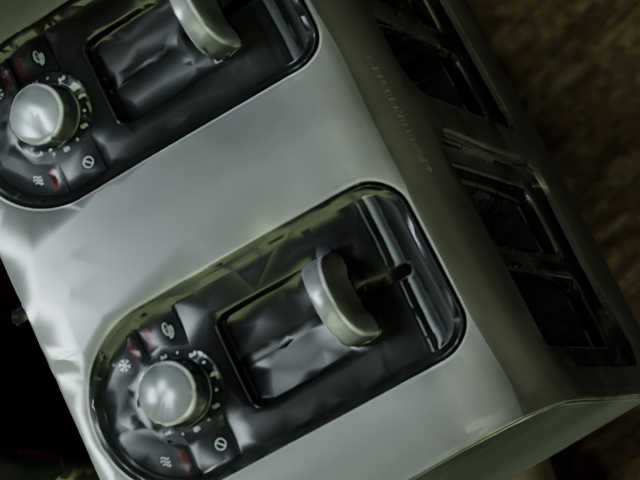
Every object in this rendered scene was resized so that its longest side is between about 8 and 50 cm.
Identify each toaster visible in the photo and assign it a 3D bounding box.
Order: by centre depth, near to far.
[{"bbox_3d":[0.000,0.000,0.488,0.110,0.185,0.168,-30,75,18],"label":"toaster"}]

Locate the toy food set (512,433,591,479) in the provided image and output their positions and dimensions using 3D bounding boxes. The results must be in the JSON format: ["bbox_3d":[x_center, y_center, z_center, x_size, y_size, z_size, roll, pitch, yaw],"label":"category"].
[{"bbox_3d":[0.044,0.097,0.640,0.218,0.071,0.128,-5,153,10],"label":"toy food set"}]

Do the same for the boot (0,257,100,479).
[{"bbox_3d":[-0.228,0.087,0.518,0.284,0.138,0.377,-35,154,18],"label":"boot"}]
